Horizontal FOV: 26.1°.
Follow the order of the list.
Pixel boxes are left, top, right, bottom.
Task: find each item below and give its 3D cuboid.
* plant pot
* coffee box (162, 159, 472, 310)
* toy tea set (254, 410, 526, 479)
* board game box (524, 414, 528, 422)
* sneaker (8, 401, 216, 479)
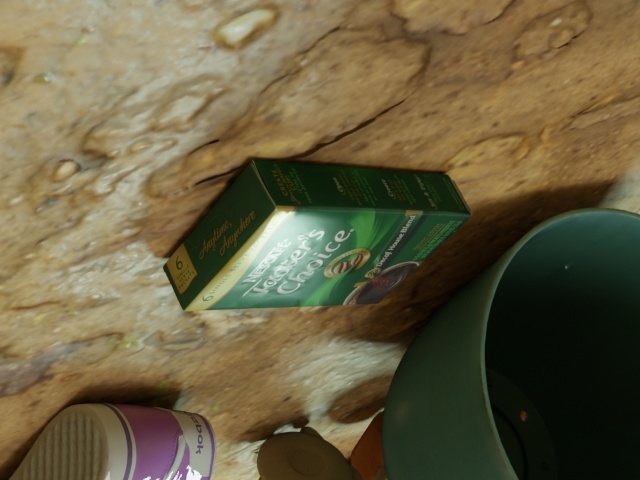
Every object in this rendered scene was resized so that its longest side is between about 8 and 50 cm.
[{"bbox_3d":[0.185,0.150,1.100,0.293,0.293,0.235,-9,165,-32],"label":"plant pot"},{"bbox_3d":[0.000,0.000,0.902,0.184,0.040,0.113,2,142,-45],"label":"coffee box"},{"bbox_3d":[0.089,0.251,1.270,0.336,0.200,0.124,-12,135,-37],"label":"toy tea set"},{"bbox_3d":[0.217,0.251,1.400,0.160,0.210,0.047,-18,115,-20],"label":"board game box"},{"bbox_3d":[-0.188,0.229,1.089,0.282,0.102,0.161,-41,154,28],"label":"sneaker"}]
